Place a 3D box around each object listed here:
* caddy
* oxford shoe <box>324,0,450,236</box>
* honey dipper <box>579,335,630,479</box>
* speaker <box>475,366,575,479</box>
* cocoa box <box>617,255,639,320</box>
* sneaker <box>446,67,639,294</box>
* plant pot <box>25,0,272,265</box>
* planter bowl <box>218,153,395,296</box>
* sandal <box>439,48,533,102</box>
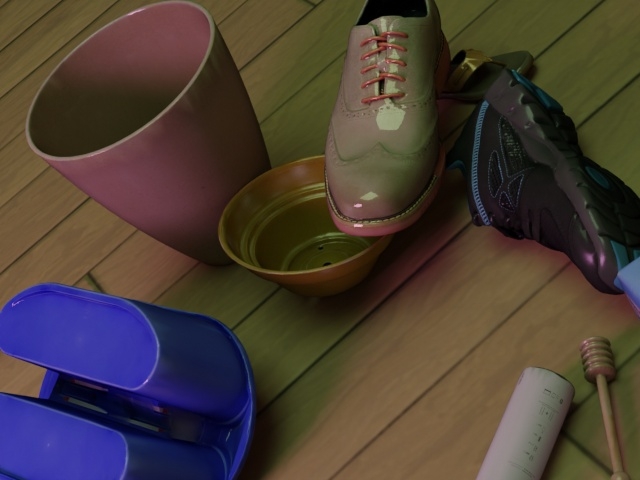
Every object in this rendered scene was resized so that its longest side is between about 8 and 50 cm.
[{"bbox_3d":[-0.221,0.180,1.426,0.341,0.179,0.241,9,81,41],"label":"caddy"},{"bbox_3d":[0.066,-0.167,1.478,0.140,0.146,0.397,-5,42,11],"label":"oxford shoe"},{"bbox_3d":[0.262,0.160,1.207,0.030,0.030,0.161,-18,46,20],"label":"honey dipper"},{"bbox_3d":[0.187,0.187,1.212,0.055,0.055,0.136,4,54,38],"label":"speaker"},{"bbox_3d":[0.454,0.055,1.011,0.347,0.228,0.231,-35,39,2],"label":"cocoa box"},{"bbox_3d":[0.238,-0.038,1.377,0.140,0.125,0.341,-49,34,19],"label":"sneaker"},{"bbox_3d":[-0.168,-0.103,1.586,0.256,0.274,0.256,-20,42,19],"label":"plant pot"},{"bbox_3d":[0.000,0.000,1.490,0.217,0.090,0.217,-10,37,7],"label":"planter bowl"},{"bbox_3d":[0.174,-0.209,1.621,0.180,0.049,0.072,1,52,37],"label":"sandal"}]
